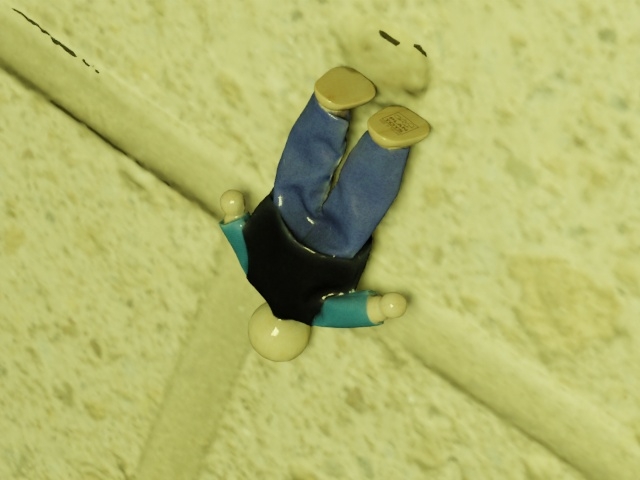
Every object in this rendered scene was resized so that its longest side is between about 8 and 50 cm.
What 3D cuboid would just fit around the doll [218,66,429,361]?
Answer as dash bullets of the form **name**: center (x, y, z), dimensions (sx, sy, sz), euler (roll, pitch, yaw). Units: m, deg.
- **doll**: center (0.000, 0.000, 1.093), dimensions (0.129, 0.046, 0.189), euler (36, 128, 15)
